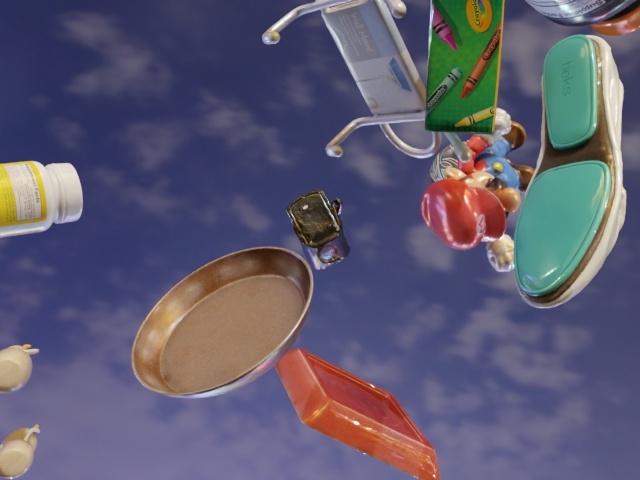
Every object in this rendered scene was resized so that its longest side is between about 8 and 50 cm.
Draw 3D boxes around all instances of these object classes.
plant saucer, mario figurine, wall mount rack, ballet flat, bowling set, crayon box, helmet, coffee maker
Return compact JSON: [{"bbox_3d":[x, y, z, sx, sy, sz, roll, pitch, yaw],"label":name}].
[{"bbox_3d":[0.060,0.270,1.284,0.259,0.258,0.048,30,-85,-19],"label":"plant saucer"},{"bbox_3d":[-0.078,0.071,0.667,0.168,0.168,0.029,-9,-53,25],"label":"plant saucer"},{"bbox_3d":[0.292,-0.083,1.280,0.198,0.320,0.170,40,-51,5],"label":"mario figurine"},{"bbox_3d":[0.079,-0.227,1.083,0.304,0.130,0.350,5,-46,51],"label":"wall mount rack"},{"bbox_3d":[0.349,-0.085,1.046,0.139,0.400,0.139,11,-23,4],"label":"ballet flat"},{"bbox_3d":[-0.406,0.274,0.917,0.200,0.287,0.154,56,-19,-8],"label":"bowling set"},{"bbox_3d":[0.185,-0.232,0.995,0.081,0.278,0.166,4,-75,11],"label":"crayon box"},{"bbox_3d":[0.296,-0.117,1.581,0.161,0.169,0.169,28,-48,-2],"label":"helmet"},{"bbox_3d":[0.000,0.000,1.778,0.120,0.171,0.178,-6,-21,7],"label":"coffee maker"}]

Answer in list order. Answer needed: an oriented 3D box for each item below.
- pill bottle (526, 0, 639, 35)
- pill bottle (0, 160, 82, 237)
[{"bbox_3d":[0.203,-0.269,0.673,0.245,0.131,0.130,24,-41,-37],"label":"pill bottle"},{"bbox_3d":[-0.502,-0.065,1.280,0.119,0.208,0.119,17,-68,50],"label":"pill bottle"}]
